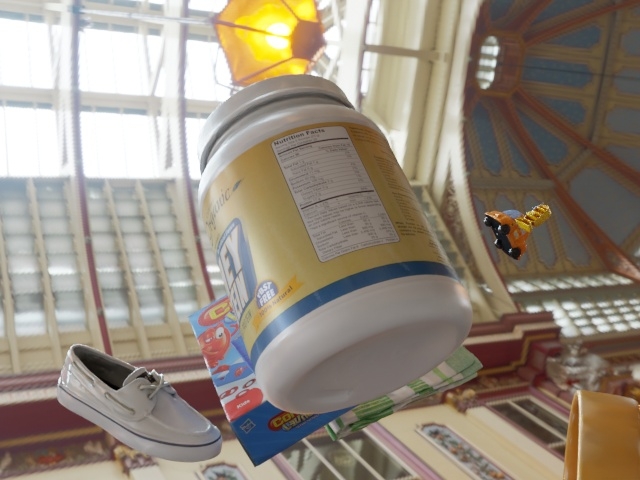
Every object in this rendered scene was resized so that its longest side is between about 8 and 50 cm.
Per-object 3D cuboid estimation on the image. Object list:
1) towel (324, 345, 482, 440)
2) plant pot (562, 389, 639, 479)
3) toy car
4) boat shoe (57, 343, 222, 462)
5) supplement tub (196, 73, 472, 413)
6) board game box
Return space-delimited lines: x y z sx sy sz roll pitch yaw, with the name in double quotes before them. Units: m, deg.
"towel" 0.090 0.184 1.281 0.324 0.248 0.038 -16 -38 -34
"plant pot" 0.331 0.256 0.706 0.205 0.187 0.205 5 -90 -74
"toy car" 0.209 -0.009 0.754 0.040 0.122 0.060 -35 -81 -7
"boat shoe" -0.250 0.219 1.043 0.096 0.267 0.088 -16 -58 -60
"supplement tub" 0.000 0.000 0.513 0.144 0.200 0.144 -18 -30 -10
"board game box" -0.016 0.132 1.089 0.308 0.302 0.086 -30 -62 -8
